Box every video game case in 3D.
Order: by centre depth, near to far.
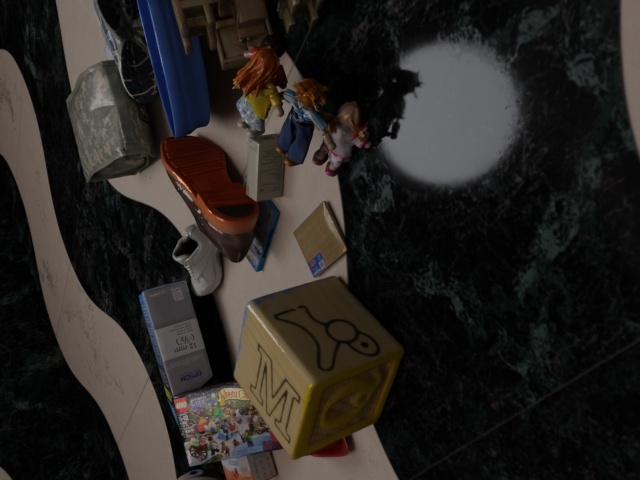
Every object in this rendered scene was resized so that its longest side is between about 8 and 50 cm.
[{"bbox_3d":[-0.136,-0.033,1.369,0.119,0.015,0.166,51,139,30],"label":"video game case"}]

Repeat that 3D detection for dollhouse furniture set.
[{"bbox_3d":[-0.129,-0.391,1.061,0.242,0.212,0.161,156,99,-81],"label":"dollhouse furniture set"}]

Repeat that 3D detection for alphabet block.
[{"bbox_3d":[-0.009,0.205,1.123,0.197,0.192,0.193,46,138,38],"label":"alphabet block"}]

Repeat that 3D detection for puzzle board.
[{"bbox_3d":[0.000,0.000,1.191,0.128,0.011,0.096,-44,67,53],"label":"puzzle board"}]

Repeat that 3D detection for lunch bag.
[{"bbox_3d":[-0.514,-0.293,1.680,0.287,0.169,0.235,-14,90,60],"label":"lunch bag"}]

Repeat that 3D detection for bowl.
[{"bbox_3d":[-0.292,-0.396,1.299,0.391,0.077,0.391,165,90,-77],"label":"bowl"}]

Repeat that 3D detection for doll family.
[{"bbox_3d":[-0.049,-0.202,1.032,0.263,0.118,0.163,42,144,12],"label":"doll family"}]

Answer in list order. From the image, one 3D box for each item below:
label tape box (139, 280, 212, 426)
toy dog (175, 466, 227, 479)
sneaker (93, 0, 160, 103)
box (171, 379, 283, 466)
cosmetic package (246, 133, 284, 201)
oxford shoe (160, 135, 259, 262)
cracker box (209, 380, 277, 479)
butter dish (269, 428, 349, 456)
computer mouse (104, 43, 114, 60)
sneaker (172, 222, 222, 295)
[{"bbox_3d":[-0.345,0.280,1.654,0.249,0.115,0.347,160,92,-72],"label":"label tape box"},{"bbox_3d":[-0.232,0.739,1.617,0.408,0.285,0.395,53,177,27],"label":"toy dog"},{"bbox_3d":[-0.439,-0.458,1.548,0.122,0.110,0.283,35,143,53],"label":"sneaker"},{"bbox_3d":[-0.197,0.390,1.467,0.233,0.044,0.159,-16,89,17],"label":"box"},{"bbox_3d":[-0.101,-0.134,1.243,0.041,0.060,0.115,36,128,45],"label":"cosmetic package"},{"bbox_3d":[-0.244,-0.096,1.391,0.363,0.130,0.132,54,146,41],"label":"oxford shoe"},{"bbox_3d":[-0.196,0.450,1.588,0.156,0.067,0.232,-24,81,56],"label":"cracker box"},{"bbox_3d":[-0.043,0.351,1.286,0.160,0.118,0.160,-29,78,54],"label":"butter dish"},{"bbox_3d":[-0.517,-0.499,1.719,0.193,0.042,0.106,-30,78,55],"label":"computer mouse"},{"bbox_3d":[-0.282,0.038,1.515,0.090,0.115,0.232,47,137,36],"label":"sneaker"}]
